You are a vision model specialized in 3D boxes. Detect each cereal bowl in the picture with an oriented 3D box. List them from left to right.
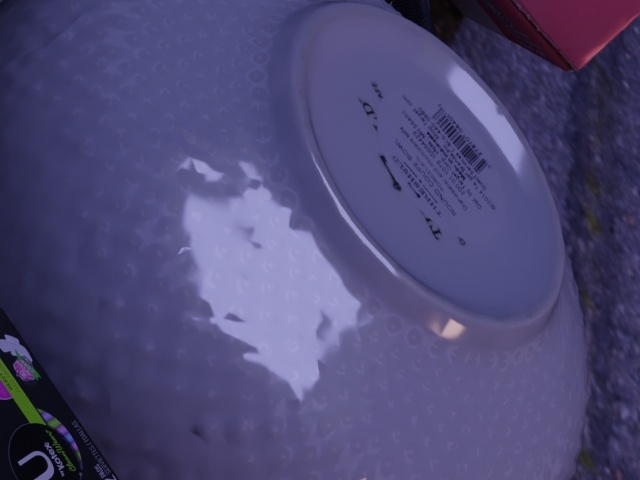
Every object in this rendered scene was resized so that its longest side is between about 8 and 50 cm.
[{"bbox_3d":[0.000,0.000,0.851,0.339,0.141,0.339,29,42,-30],"label":"cereal bowl"}]

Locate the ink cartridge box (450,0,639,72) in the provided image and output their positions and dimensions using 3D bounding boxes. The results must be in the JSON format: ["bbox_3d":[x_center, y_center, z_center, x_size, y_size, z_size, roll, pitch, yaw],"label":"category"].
[{"bbox_3d":[0.058,-0.242,1.051,0.283,0.117,0.207,46,2,-20],"label":"ink cartridge box"}]

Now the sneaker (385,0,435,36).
[{"bbox_3d":[-0.002,-0.178,1.044,0.224,0.083,0.098,54,23,10],"label":"sneaker"}]

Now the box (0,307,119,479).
[{"bbox_3d":[-0.125,0.078,0.711,0.083,0.052,0.062,56,34,0],"label":"box"}]
